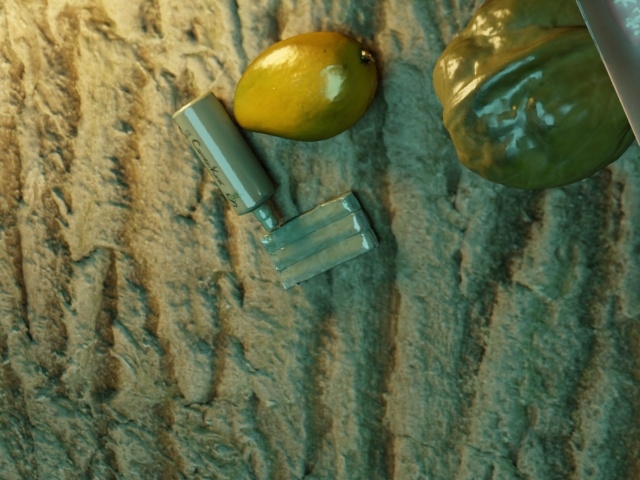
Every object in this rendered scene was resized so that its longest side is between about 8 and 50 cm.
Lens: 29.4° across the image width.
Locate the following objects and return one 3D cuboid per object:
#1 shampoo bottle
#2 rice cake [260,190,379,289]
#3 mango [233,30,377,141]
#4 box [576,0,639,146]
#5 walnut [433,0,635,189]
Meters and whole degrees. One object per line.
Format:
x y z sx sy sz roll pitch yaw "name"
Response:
-0.153 -0.130 2.126 0.085 0.085 0.262 -29 97 34 "shampoo bottle"
0.000 0.000 2.133 0.211 0.038 0.124 -20 102 32 "rice cake"
-0.028 -0.247 1.996 0.317 0.119 0.176 -11 110 40 "mango"
0.432 -0.348 1.539 0.122 0.385 0.344 -19 102 33 "box"
0.310 -0.219 1.746 0.277 0.282 0.253 -33 134 28 "walnut"
